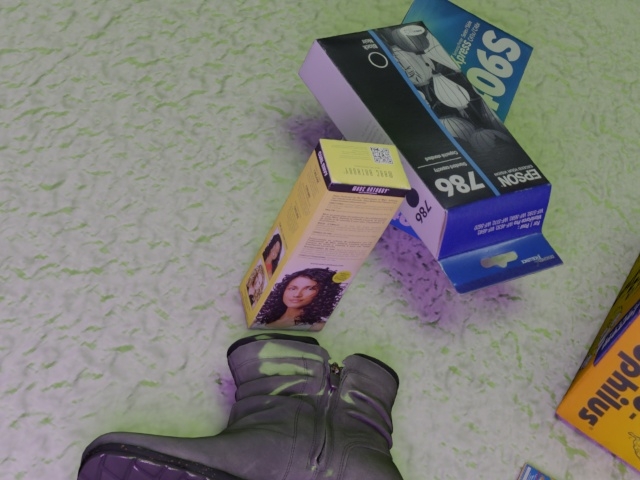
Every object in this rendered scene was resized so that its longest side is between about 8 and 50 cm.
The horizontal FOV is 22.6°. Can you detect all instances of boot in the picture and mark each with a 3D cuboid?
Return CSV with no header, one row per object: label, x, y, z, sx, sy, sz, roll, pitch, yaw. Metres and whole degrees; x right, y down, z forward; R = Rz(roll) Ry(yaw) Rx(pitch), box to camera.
boot,-0.071,0.179,1.473,0.338,0.118,0.223,18,40,-28

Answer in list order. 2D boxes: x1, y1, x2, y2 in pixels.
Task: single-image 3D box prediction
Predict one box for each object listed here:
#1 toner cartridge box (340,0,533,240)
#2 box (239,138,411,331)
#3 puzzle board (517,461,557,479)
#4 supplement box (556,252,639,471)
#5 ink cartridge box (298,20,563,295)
toner cartridge box,0.132,-0.152,1.900,0.165,0.075,0.348,27,43,-1
box,0.000,0.000,1.572,0.087,0.232,0.058,3,49,-25
puzzle board,0.225,0.288,1.587,0.096,0.011,0.128,31,42,3
supplement box,0.435,0.083,1.753,0.195,0.194,0.356,34,43,4
ink cartridge box,0.130,-0.099,1.750,0.165,0.065,0.333,-16,60,-38
